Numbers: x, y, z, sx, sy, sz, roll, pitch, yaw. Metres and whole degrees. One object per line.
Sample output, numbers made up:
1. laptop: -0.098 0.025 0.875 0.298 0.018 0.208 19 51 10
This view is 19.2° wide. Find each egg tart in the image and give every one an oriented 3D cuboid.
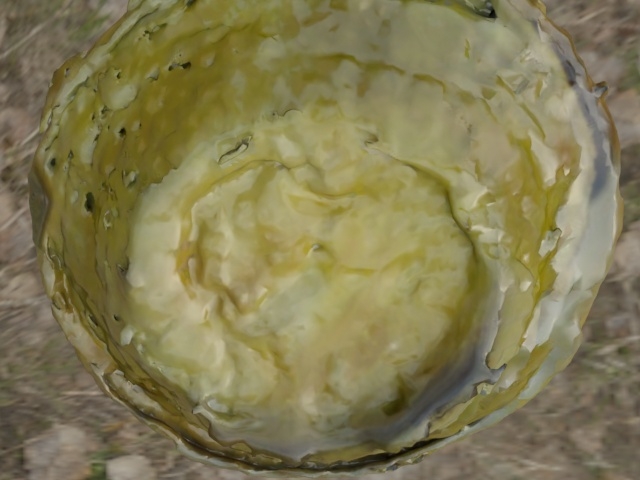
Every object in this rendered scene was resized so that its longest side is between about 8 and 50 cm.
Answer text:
1. egg tart: 0.000 0.000 1.030 0.345 0.132 0.345 1 112 3
